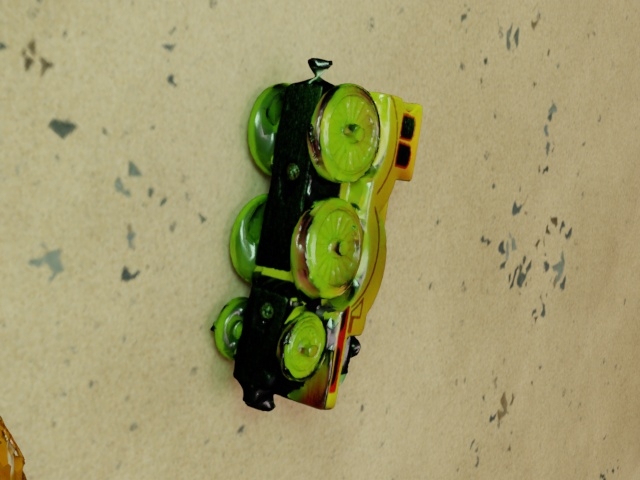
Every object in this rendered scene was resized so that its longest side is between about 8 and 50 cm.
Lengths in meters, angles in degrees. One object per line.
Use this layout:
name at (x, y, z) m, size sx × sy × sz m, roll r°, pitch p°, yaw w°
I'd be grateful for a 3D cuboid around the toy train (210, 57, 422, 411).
toy train at (0.000, 0.000, 0.866) m, size 0.161 × 0.100 × 0.296 m, roll 9°, pitch 92°, yaw -53°

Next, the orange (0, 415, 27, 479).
orange at (-0.256, 0.176, 0.538) m, size 0.234 × 0.182 × 0.234 m, roll -27°, pitch 120°, yaw -60°
